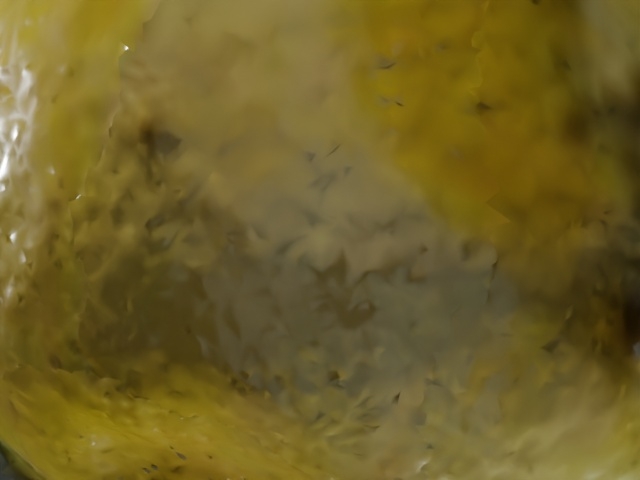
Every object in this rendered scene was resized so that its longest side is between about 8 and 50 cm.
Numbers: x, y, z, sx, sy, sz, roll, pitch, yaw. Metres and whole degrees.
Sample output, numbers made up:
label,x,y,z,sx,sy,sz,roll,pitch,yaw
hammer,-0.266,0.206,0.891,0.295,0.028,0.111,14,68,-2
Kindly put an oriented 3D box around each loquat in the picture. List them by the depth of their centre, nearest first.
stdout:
label,x,y,z,sx,sy,sz,roll,pitch,yaw
loquat,0.000,0.000,0.507,0.244,0.244,0.243,-1,-81,-5
